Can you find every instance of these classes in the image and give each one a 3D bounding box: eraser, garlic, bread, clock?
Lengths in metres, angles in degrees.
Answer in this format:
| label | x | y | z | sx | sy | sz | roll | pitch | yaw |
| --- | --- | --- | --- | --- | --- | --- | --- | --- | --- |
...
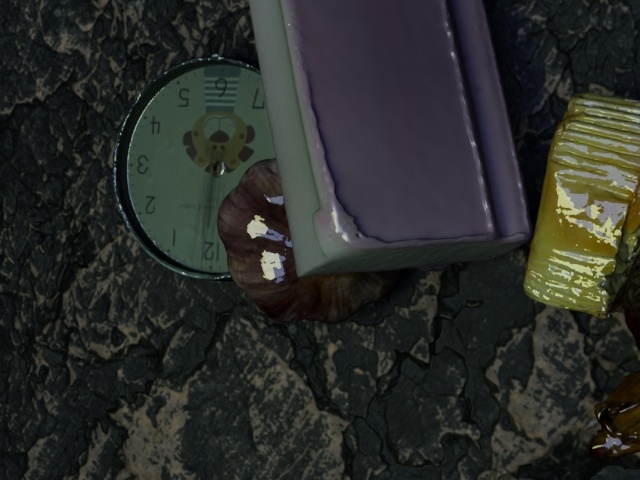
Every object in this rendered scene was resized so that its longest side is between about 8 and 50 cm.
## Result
| label | x | y | z | sx | sy | sz | roll | pitch | yaw |
| --- | --- | --- | --- | --- | --- | --- | --- | --- | --- |
| eraser | 0.078 | -0.150 | 1.203 | 0.122 | 0.272 | 0.359 | -34 | 61 | 58 |
| garlic | 0.000 | 0.000 | 1.284 | 0.244 | 0.160 | 0.245 | -5 | 111 | -13 |
| bread | 0.316 | -0.038 | 1.182 | 0.133 | 0.179 | 0.250 | 15 | 97 | 18 |
| clock | -0.140 | -0.097 | 1.429 | 0.312 | 0.061 | 0.313 | 0 | 91 | 22 |

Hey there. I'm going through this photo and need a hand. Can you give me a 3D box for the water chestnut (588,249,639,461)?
| label | x | y | z | sx | sy | sz | roll | pitch | yaw |
| --- | --- | --- | --- | --- | --- | --- | --- | --- | --- |
| water chestnut | 0.414 | 0.119 | 1.020 | 0.347 | 0.335 | 0.335 | -44 | 76 | 9 |
